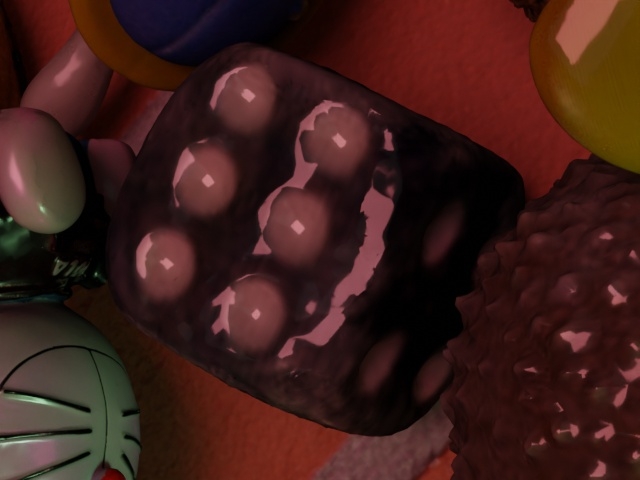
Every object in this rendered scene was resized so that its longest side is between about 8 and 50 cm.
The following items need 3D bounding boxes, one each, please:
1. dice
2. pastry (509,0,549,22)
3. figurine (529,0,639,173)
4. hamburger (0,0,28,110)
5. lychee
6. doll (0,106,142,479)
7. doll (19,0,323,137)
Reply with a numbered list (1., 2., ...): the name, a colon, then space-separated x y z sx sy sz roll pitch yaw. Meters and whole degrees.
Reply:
1. dice: 0.000 0.000 0.808 0.181 0.183 0.182 26 93 30
2. pastry: 0.177 -0.239 0.741 0.274 0.193 0.275 -4 82 29
3. figurine: 0.165 -0.137 0.539 0.215 0.228 0.215 5 116 10
4. hamburger: -0.365 -0.095 1.025 0.304 0.174 0.284 -26 84 30
5. lychee: 0.192 0.085 0.646 0.300 0.300 0.300 -4 81 27
6. doll: -0.220 0.087 0.847 0.240 0.284 0.310 -3 85 25
7. doll: -0.115 -0.175 0.880 0.311 0.159 0.242 -51 43 17
